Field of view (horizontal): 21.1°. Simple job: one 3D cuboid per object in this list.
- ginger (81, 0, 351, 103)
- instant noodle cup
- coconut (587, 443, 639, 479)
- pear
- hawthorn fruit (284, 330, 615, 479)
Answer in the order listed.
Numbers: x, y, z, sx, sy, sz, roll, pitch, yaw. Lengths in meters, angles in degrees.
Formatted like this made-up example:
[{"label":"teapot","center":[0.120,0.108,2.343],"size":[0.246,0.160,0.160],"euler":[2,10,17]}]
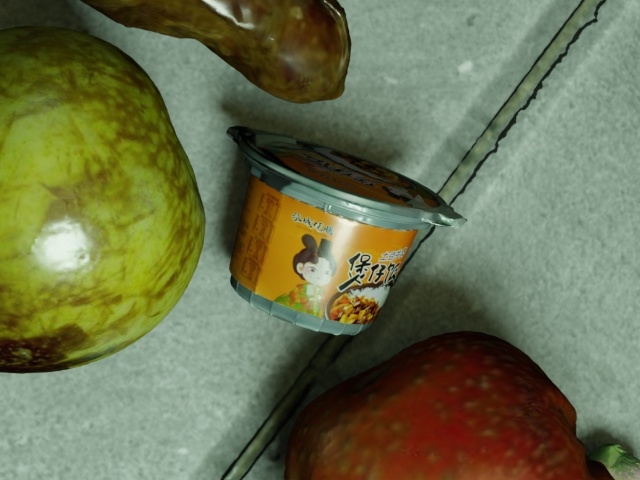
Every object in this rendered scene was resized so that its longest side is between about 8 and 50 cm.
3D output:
[{"label":"ginger","center":[-0.135,-0.284,1.344],"size":[0.418,0.176,0.254],"euler":[19,84,-18]},{"label":"instant noodle cup","center":[0.000,0.000,1.396],"size":[0.178,0.208,0.125],"euler":[4,109,-53]},{"label":"coconut","center":[0.253,0.217,1.498],"size":[0.083,0.082,0.081],"euler":[-2,97,-37]},{"label":"pear","center":[-0.224,-0.024,1.281],"size":[0.284,0.283,0.283],"euler":[0,92,-13]},{"label":"hawthorn fruit","center":[0.097,0.213,1.372],"size":[0.300,0.275,0.275],"euler":[-13,95,-15]}]
